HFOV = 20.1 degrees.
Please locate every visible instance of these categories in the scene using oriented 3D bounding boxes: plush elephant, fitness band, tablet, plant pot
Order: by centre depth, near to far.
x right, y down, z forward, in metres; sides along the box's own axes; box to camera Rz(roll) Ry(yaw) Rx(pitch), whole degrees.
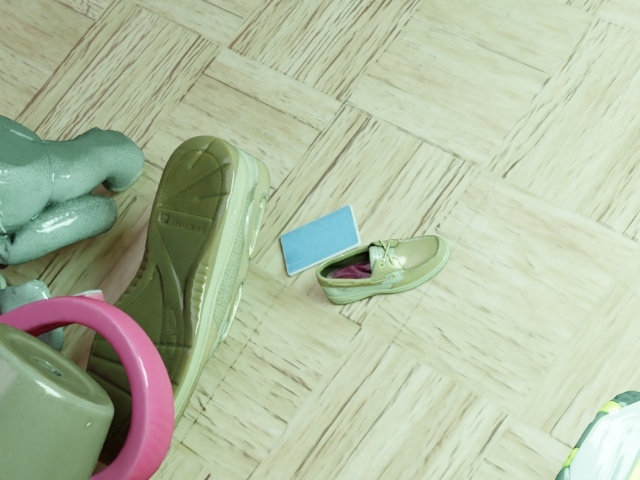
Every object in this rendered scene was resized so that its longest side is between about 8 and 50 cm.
[{"bbox_3d":[-0.314,0.203,1.655,0.263,0.263,0.229,37,95,41],"label":"plant pot"},{"bbox_3d":[-0.264,0.166,1.774,0.291,0.054,0.209,-21,77,35],"label":"fitness band"},{"bbox_3d":[0.000,0.000,1.837,0.083,0.006,0.054,-25,51,15],"label":"tablet"},{"bbox_3d":[-0.371,-0.002,1.917,0.330,0.272,0.255,-75,9,-64],"label":"plush elephant"}]

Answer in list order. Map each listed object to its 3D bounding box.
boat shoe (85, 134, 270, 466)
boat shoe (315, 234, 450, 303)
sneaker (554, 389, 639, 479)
[{"bbox_3d":[-0.131,0.070,1.801,0.122,0.110,0.341,21,90,32],"label":"boat shoe"},{"bbox_3d":[0.059,0.024,1.761,0.135,0.045,0.050,-22,52,16],"label":"boat shoe"},{"bbox_3d":[0.209,0.309,1.427,0.147,0.145,0.384,27,83,22],"label":"sneaker"}]
